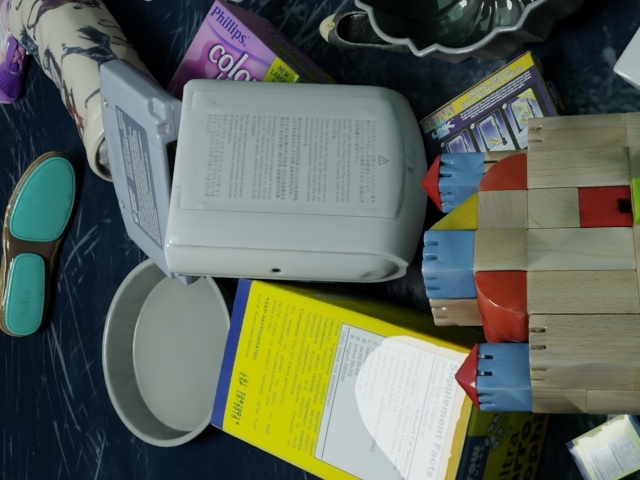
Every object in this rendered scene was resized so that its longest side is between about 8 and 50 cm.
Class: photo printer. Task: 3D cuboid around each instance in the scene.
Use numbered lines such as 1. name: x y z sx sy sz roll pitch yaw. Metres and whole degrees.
1. photo printer: -0.023 -0.074 1.122 0.307 0.107 0.256 2 64 0

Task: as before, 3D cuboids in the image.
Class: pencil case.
1. pencil case: -0.375 -0.270 1.517 0.410 0.160 0.183 54 147 29

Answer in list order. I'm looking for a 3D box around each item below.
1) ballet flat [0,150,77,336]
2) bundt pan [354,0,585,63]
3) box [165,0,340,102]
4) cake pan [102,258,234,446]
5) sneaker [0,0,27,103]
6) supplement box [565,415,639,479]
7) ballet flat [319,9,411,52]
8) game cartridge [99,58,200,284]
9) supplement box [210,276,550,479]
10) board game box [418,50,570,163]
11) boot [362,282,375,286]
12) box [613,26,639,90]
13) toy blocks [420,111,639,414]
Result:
1. ballet flat: -0.524 0.001 1.655 0.124 0.116 0.342 22 103 57
2. bundt pan: 0.200 -0.359 1.085 0.330 0.124 0.331 -9 76 38
3. box: -0.115 -0.181 1.327 0.213 0.117 0.243 47 113 32
4. cake pan: -0.225 0.168 1.418 0.293 0.054 0.293 -5 83 38
5. sneaker: -0.586 -0.380 1.744 0.104 0.095 0.236 -2 83 31
6. supplement box: 0.319 0.218 0.960 0.083 0.083 0.056 -38 63 28
7. ballet flat: 0.065 -0.287 1.239 0.173 0.049 0.057 15 94 39
8. game cartridge: -0.245 -0.102 1.320 0.198 0.062 0.297 43 144 44
9. supplement box: 0.071 0.179 1.092 0.356 0.195 0.194 15 95 39
10. board game box: 0.216 -0.121 1.103 0.170 0.048 0.141 -30 65 33
11. boot: 0.000 -0.001 1.229 0.236 0.085 0.179 -42 62 16
12. box: 0.379 -0.188 0.946 0.087 0.101 0.102 40 107 34
13. toy blocks: 0.217 0.017 0.891 0.260 0.191 0.381 -2 53 14
